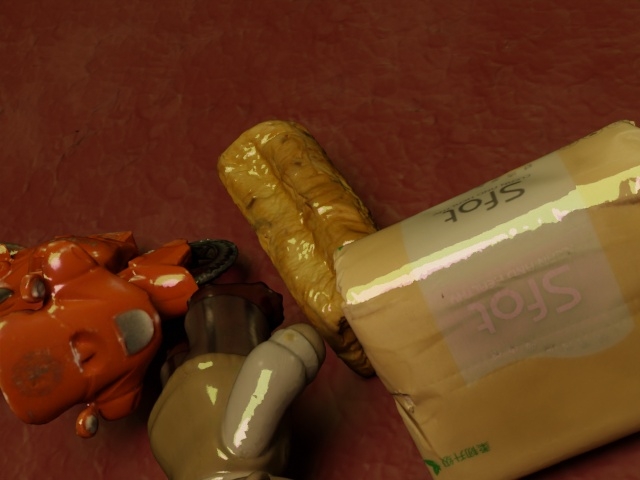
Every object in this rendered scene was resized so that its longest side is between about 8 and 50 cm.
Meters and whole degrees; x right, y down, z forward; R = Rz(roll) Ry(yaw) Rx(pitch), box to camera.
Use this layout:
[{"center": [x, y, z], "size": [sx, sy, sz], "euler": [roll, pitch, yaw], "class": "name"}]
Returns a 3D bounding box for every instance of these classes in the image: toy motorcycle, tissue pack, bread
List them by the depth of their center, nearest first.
[{"center": [0.141, 0.048, 0.733], "size": [0.222, 0.186, 0.090], "euler": [-22, 20, 10], "class": "tissue pack"}, {"center": [0.000, 0.000, 0.875], "size": [0.083, 0.114, 0.211], "euler": [-31, 53, -1], "class": "bread"}, {"center": [-0.236, 0.061, 0.915], "size": [0.325, 0.148, 0.221], "euler": [-7, 23, 24], "class": "toy motorcycle"}]

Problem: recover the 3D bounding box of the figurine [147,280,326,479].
[{"center": [-0.039, 0.196, 0.724], "size": [0.218, 0.206, 0.365], "euler": [-49, 16, 29], "class": "figurine"}]
